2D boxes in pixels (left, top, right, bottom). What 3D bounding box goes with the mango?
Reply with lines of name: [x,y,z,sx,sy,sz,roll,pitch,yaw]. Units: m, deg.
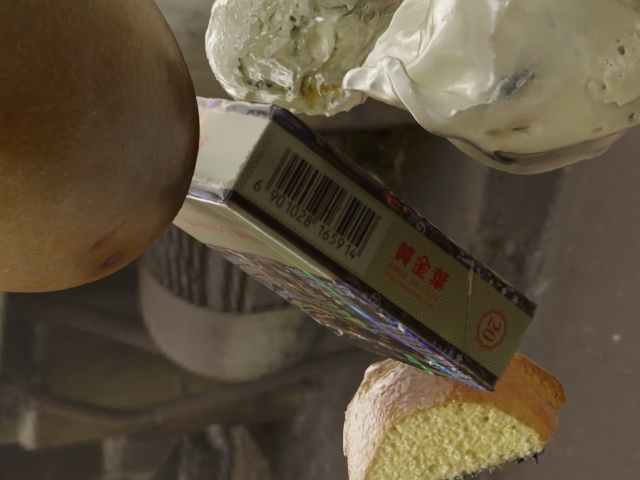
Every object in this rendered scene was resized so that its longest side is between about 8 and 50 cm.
mango: [-0.196,-0.091,0.820,0.198,0.384,0.222,13,84,21]

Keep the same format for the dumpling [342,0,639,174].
dumpling: [0.171,-0.169,1.254,0.243,0.318,0.187,25,144,53]

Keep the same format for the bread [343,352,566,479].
bread: [0.122,0.179,1.606,0.134,0.260,0.129,59,-162,-28]

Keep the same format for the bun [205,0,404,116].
bun: [-0.002,-0.218,1.673,0.239,0.239,0.141,122,140,-53]

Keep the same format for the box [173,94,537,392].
box: [0.000,0.000,1.184,0.198,0.310,0.084,14,72,54]
